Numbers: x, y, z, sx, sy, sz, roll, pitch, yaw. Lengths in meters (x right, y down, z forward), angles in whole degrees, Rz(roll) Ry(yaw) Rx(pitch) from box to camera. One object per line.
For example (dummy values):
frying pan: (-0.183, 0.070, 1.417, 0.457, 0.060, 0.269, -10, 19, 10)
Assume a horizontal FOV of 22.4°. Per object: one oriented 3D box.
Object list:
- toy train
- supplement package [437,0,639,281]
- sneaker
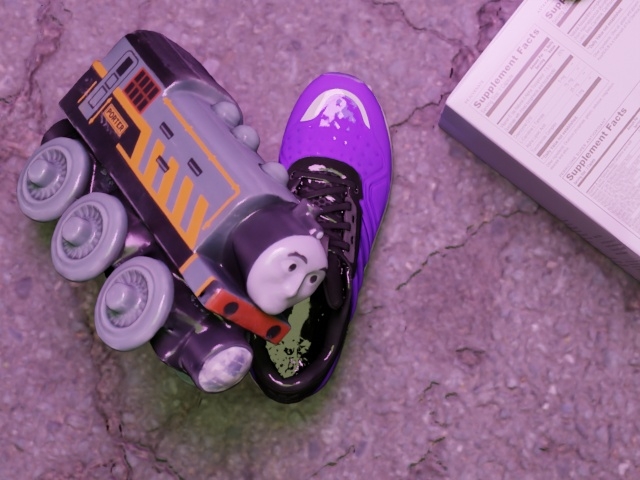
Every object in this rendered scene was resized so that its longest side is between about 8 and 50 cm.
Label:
toy train: (-0.121, -0.027, 1.321, 0.190, 0.142, 0.334, -48, 47, 10)
supplement package: (0.260, -0.100, 1.333, 0.262, 0.199, 0.198, 38, 91, 2)
sneaker: (0.001, 0.000, 1.371, 0.102, 0.146, 0.293, 10, 91, 2)
